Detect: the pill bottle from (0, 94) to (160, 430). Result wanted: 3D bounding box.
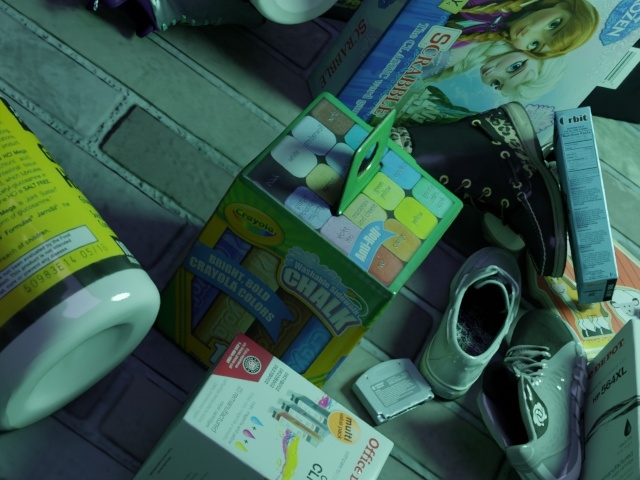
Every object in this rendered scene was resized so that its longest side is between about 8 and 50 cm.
[{"bbox_3d":[-0.306,-0.017,1.584,0.188,0.188,0.334,-27,72,-45],"label":"pill bottle"}]

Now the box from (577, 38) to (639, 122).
[{"bbox_3d":[0.298,-0.330,2.278,0.296,0.183,0.294,7,49,-30],"label":"box"}]

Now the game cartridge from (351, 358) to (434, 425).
[{"bbox_3d":[0.070,0.148,1.825,0.083,0.017,0.056,-19,70,-43],"label":"game cartridge"}]

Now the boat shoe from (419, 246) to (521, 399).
[{"bbox_3d":[0.173,0.072,1.912,0.079,0.081,0.227,35,42,-3],"label":"boat shoe"}]

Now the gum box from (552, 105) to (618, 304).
[{"bbox_3d":[0.281,-0.034,1.954,0.041,0.157,0.184,-8,79,5],"label":"gum box"}]

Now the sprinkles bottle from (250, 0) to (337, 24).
[{"bbox_3d":[-0.092,-0.384,2.040,0.121,0.121,0.355,0,38,-34],"label":"sprinkles bottle"}]

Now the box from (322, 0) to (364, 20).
[{"bbox_3d":[0.006,-0.349,2.184,0.232,0.059,0.183,7,49,-29],"label":"box"}]

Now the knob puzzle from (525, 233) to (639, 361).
[{"bbox_3d":[0.311,0.042,2.072,0.213,0.030,0.213,18,46,-20],"label":"knob puzzle"}]

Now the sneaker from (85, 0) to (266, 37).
[{"bbox_3d":[-0.160,-0.255,2.000,0.223,0.083,0.098,21,83,-36],"label":"sneaker"}]

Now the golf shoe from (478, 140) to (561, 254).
[{"bbox_3d":[0.237,-0.057,2.067,0.067,0.086,0.186,38,43,-3],"label":"golf shoe"}]

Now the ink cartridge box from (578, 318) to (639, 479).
[{"bbox_3d":[0.312,0.205,1.842,0.086,0.148,0.203,21,44,-15],"label":"ink cartridge box"}]

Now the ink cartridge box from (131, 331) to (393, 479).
[{"bbox_3d":[-0.051,0.200,1.613,0.176,0.127,0.128,36,42,-4],"label":"ink cartridge box"}]

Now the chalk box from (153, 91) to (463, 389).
[{"bbox_3d":[0.000,0.000,1.702,0.179,0.289,0.180,39,42,2],"label":"chalk box"}]

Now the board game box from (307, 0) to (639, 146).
[{"bbox_3d":[0.197,-0.236,2.024,0.318,0.319,0.066,4,53,-31],"label":"board game box"}]

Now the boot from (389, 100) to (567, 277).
[{"bbox_3d":[0.160,-0.046,1.972,0.178,0.085,0.236,-7,51,-9],"label":"boot"}]

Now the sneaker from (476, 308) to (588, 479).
[{"bbox_3d":[0.209,0.136,1.843,0.132,0.086,0.229,47,31,-40],"label":"sneaker"}]
